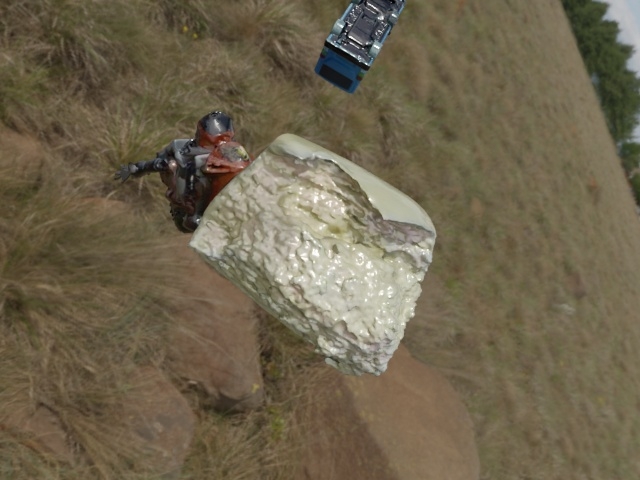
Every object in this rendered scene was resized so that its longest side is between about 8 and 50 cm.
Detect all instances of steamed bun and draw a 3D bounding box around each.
[{"bbox_3d":[0.000,0.000,0.543,0.226,0.170,0.199,30,56,-12],"label":"steamed bun"}]

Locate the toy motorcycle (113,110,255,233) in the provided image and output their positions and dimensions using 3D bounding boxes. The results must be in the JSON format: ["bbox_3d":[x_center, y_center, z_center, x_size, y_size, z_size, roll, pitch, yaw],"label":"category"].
[{"bbox_3d":[-0.223,-0.107,0.928,0.134,0.401,0.206,-17,106,-39],"label":"toy motorcycle"}]

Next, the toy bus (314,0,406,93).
[{"bbox_3d":[0.069,-0.357,0.943,0.090,0.106,0.184,30,63,-3],"label":"toy bus"}]
